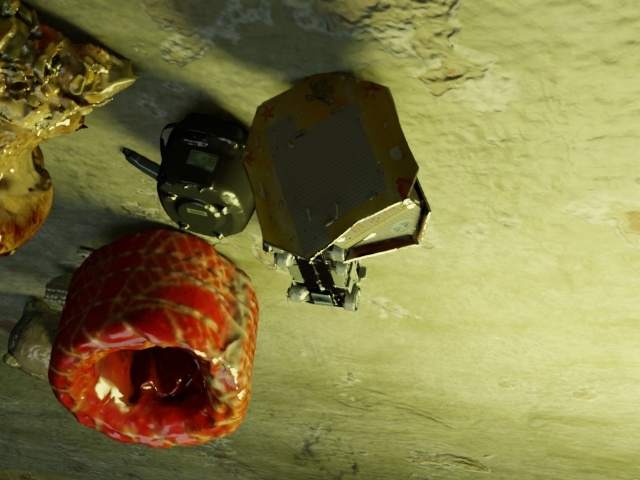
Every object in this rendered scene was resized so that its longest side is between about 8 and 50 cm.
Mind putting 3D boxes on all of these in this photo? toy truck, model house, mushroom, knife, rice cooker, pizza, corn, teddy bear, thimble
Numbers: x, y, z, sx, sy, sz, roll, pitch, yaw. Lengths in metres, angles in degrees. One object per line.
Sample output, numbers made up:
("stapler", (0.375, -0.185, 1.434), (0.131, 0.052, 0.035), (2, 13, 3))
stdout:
("toy truck", (0.000, 0.000, 1.310), (0.114, 0.124, 0.253), (8, 152, 16))
("model house", (0.034, -0.080, 1.113), (0.207, 0.219, 0.136), (-32, 150, 22))
("mushroom", (-0.464, -0.124, 1.241), (0.267, 0.254, 0.267), (19, -171, -3))
("knife", (-0.233, -0.097, 1.367), (0.121, 0.018, 0.031), (29, 156, -20))
("rice cooker", (-0.144, -0.082, 1.242), (0.142, 0.118, 0.203), (13, 155, 7))
("pizza", (-0.343, -0.199, 1.125), (0.226, 0.147, 0.069), (29, -173, -18))
("corn", (-0.406, 0.108, 1.765), (0.211, 0.087, 0.087), (15, 152, 14))
("teddy bear", (-0.514, 0.236, 1.965), (0.267, 0.151, 0.236), (17, 154, 0))
("thimble", (-0.267, 0.171, 1.567), (0.351, 0.230, 0.350), (3, 136, 3))

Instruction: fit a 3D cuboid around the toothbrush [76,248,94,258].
("toothbrush", (-0.286, 0.062, 1.666), (0.304, 0.030, 0.030), (15, 152, 3))
